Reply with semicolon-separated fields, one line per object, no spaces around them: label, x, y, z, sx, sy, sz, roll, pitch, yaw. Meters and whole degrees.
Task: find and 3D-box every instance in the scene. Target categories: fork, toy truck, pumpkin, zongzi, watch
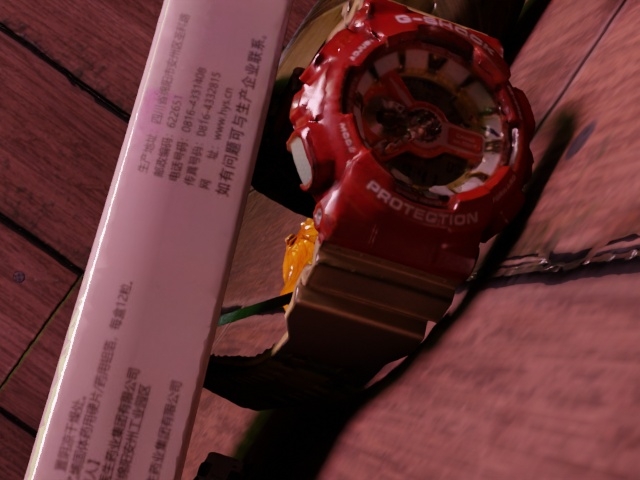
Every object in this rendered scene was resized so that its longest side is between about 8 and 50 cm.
fork;-0.003;0.031;0.766;0.039;0.021;0.235;-53;14;-28
toy truck;-0.056;0.134;0.679;0.032;0.024;0.083;90;-160;-46
pumpkin;0.000;-0.001;0.935;0.073;0.035;0.101;-49;6;23
zongzi;0.064;-0.132;0.814;0.242;0.112;0.221;-49;7;32
watch;0.001;-0.009;0.655;0.268;0.102;0.165;150;135;-69

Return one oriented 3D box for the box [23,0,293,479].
box;-0.087;0.037;0.680;0.214;0.069;0.353;121;162;-62
